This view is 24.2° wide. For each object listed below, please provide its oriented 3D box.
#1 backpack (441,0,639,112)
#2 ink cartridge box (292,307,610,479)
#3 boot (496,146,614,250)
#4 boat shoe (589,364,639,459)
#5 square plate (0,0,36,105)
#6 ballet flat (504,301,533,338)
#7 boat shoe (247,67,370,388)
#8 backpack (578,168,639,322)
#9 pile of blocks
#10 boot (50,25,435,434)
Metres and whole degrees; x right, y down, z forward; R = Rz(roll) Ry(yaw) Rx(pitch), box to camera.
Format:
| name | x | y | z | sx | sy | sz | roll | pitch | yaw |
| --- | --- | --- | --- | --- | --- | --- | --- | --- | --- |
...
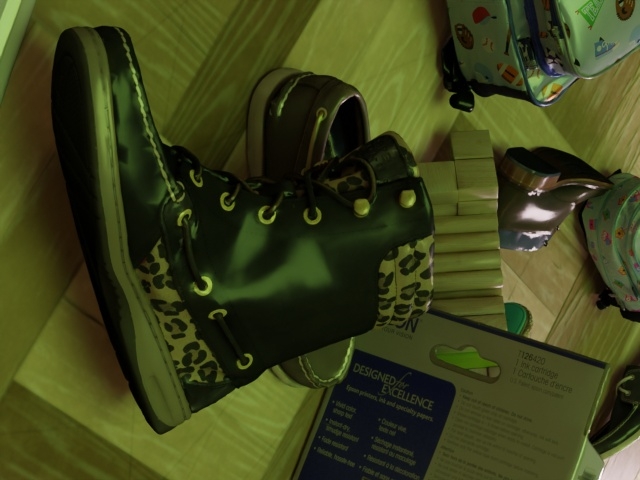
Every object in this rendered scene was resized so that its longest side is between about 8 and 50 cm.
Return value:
| name | x | y | z | sx | sy | sz | roll | pitch | yaw |
| --- | --- | --- | --- | --- | --- | --- | --- | --- | --- |
| backpack | 0.236 | -0.296 | 1.522 | 0.276 | 0.213 | 0.263 | -39 | 116 | -28 |
| ink cartridge box | 0.118 | 0.231 | 1.465 | 0.072 | 0.303 | 0.307 | 30 | 80 | -49 |
| boot | 0.253 | -0.046 | 1.714 | 0.219 | 0.082 | 0.106 | 2 | 121 | -51 |
| boat shoe | 0.413 | 0.203 | 1.947 | 0.233 | 0.084 | 0.079 | -40 | 89 | -23 |
| square plate | -0.323 | -0.229 | 1.063 | 0.344 | 0.049 | 0.347 | 24 | 83 | -47 |
| ballet flat | 0.182 | 0.164 | 1.688 | 0.206 | 0.073 | 0.067 | -52 | 147 | -18 |
| boat shoe | 0.000 | 0.000 | 1.427 | 0.116 | 0.097 | 0.324 | -18 | 114 | -42 |
| backpack | 0.397 | -0.002 | 1.827 | 0.152 | 0.115 | 0.182 | -50 | 129 | -21 |
| pile of blocks | 0.134 | 0.068 | 1.590 | 0.149 | 0.112 | 0.362 | 81 | 5 | -87 |
| boot | -0.059 | -0.033 | 1.255 | 0.284 | 0.138 | 0.377 | -18 | 120 | -14 |
